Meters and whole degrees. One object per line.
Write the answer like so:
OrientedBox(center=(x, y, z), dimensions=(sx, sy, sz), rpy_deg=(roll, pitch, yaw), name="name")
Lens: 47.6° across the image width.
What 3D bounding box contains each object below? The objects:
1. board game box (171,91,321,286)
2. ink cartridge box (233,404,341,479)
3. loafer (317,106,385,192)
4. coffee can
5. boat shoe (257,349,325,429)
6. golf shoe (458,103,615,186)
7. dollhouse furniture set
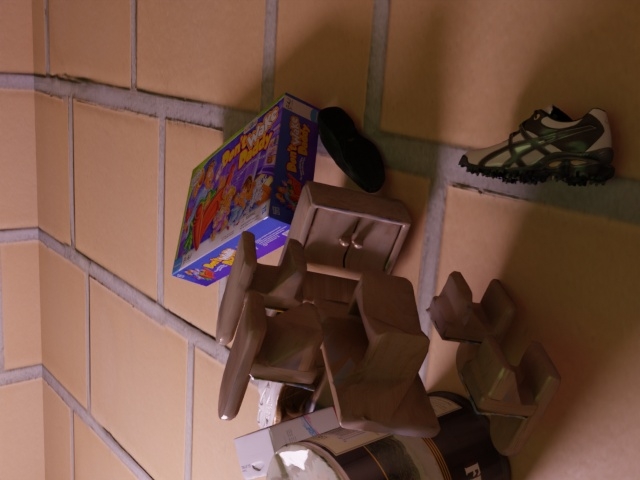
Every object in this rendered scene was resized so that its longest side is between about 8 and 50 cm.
OrientedBox(center=(-0.137, -0.077, 1.288), dimensions=(0.347, 0.078, 0.233), rpy_deg=(-28, 49, 49), name="board game box")
OrientedBox(center=(-0.039, 0.337, 1.228), dimensions=(0.127, 0.175, 0.072), rpy_deg=(-32, 71, 48), name="ink cartridge box")
OrientedBox(center=(0.049, -0.135, 1.145), dimensions=(0.061, 0.062, 0.170), rpy_deg=(100, 147, -55), name="loafer")
OrientedBox(center=(0.093, 0.336, 0.986), dimensions=(0.201, 0.275, 0.202), rpy_deg=(12, 106, 50), name="coffee can")
OrientedBox(center=(-0.070, 0.264, 1.318), dimensions=(0.096, 0.098, 0.277), rpy_deg=(44, 129, 37), name="boat shoe")
OrientedBox(center=(0.260, -0.115, 0.877), dimensions=(0.198, 0.077, 0.094), rpy_deg=(6, 89, 44), name="golf shoe")
OrientedBox(center=(0.039, 0.132, 0.974), dimensions=(0.394, 0.362, 0.257), rpy_deg=(-105, 30, -57), name="dollhouse furniture set")
